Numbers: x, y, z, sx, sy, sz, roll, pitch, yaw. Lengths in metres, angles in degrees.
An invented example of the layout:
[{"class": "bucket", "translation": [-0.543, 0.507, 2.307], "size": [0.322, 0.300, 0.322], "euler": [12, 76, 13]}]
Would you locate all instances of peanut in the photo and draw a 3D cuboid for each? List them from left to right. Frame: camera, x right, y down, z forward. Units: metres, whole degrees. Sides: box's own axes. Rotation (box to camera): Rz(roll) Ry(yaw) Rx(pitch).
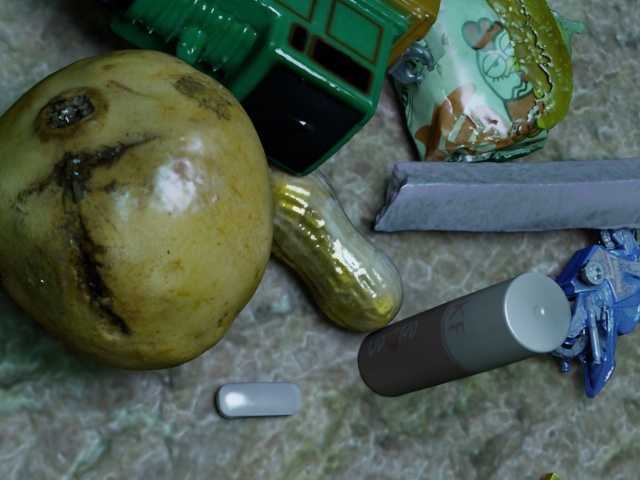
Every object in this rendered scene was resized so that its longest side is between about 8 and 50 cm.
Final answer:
[{"class": "peanut", "translation": [0.000, 0.000, 1.269], "size": [0.207, 0.087, 0.087], "euler": [48, 60, -8]}]

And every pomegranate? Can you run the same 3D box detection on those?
[{"class": "pomegranate", "translation": [-0.158, -0.029, 1.098], "size": [0.260, 0.260, 0.261], "euler": [8, 73, -25]}]

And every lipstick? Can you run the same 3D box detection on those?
[{"class": "lipstick", "translation": [0.123, 0.089, 1.209], "size": [0.070, 0.254, 0.070], "euler": [8, 73, -25]}]

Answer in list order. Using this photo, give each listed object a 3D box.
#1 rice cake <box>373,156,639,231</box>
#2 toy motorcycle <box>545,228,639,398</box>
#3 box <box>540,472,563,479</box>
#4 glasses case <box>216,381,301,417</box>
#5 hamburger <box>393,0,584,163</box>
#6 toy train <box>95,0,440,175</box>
[{"class": "rice cake", "translation": [0.222, -0.047, 1.380], "size": [0.364, 0.073, 0.056], "euler": [-3, 37, -18]}, {"class": "toy motorcycle", "translation": [0.300, 0.061, 1.417], "size": [0.114, 0.076, 0.205], "euler": [45, 58, -13]}, {"class": "box", "translation": [0.223, 0.318, 1.331], "size": [0.089, 0.022, 0.156], "euler": [42, 61, -11]}, {"class": "glasses case", "translation": [-0.056, 0.147, 1.235], "size": [0.083, 0.021, 0.032], "euler": [1, 78, -27]}, {"class": "hamburger", "translation": [0.185, -0.190, 1.393], "size": [0.235, 0.125, 0.214], "euler": [-9, 90, -15]}, {"class": "toy train", "translation": [-0.077, -0.227, 1.210], "size": [0.429, 0.178, 0.249], "euler": [29, 48, -21]}]
